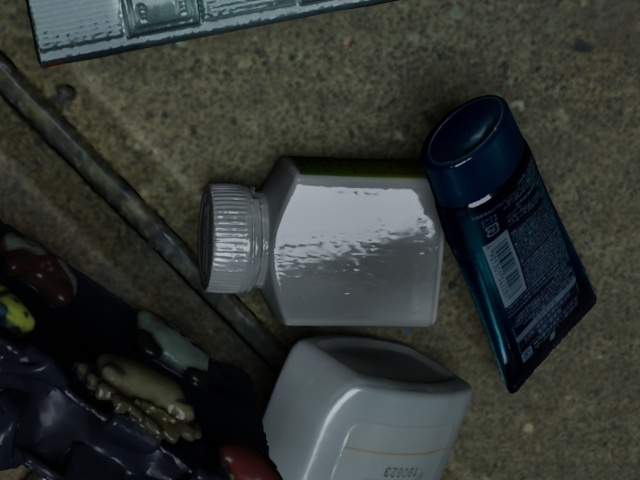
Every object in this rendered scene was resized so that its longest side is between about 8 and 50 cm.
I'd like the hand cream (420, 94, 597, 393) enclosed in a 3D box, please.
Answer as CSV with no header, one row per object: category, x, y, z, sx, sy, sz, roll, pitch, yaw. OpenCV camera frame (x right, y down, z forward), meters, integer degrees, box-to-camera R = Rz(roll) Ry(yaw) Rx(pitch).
hand cream,0.156,0.005,1.614,0.120,0.061,0.270,-47,134,-20

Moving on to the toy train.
toy train,-0.027,-0.213,1.542,0.409,0.089,0.086,-11,104,-7

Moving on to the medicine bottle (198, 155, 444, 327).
medicine bottle,0.000,0.000,1.612,0.188,0.088,0.132,2,105,-12

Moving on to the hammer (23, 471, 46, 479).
hammer,-0.338,0.339,1.679,0.111,0.043,0.365,38,95,-19

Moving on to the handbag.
handbag,-0.174,0.112,1.488,0.303,0.329,0.122,34,94,-19

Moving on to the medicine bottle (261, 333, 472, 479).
medicine bottle,0.000,0.245,1.660,0.179,0.124,0.324,5,109,-48
